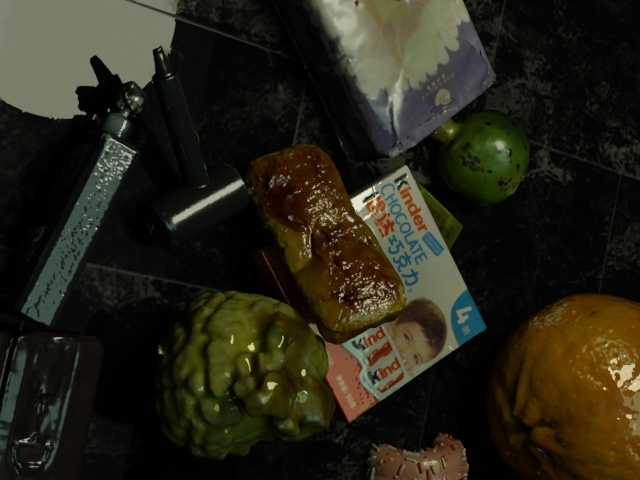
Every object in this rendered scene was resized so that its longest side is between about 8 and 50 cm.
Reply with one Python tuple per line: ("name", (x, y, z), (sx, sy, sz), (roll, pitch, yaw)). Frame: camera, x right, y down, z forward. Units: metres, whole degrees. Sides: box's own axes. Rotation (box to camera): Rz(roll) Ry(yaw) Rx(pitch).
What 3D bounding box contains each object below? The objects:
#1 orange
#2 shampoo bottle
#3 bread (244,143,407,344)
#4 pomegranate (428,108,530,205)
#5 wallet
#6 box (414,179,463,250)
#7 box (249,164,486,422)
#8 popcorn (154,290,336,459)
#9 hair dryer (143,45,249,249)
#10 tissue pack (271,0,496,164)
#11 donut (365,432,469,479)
("orange", (0.407, 0.249, 1.822), (0.293, 0.340, 0.341), (-19, 105, -31))
("shampoo bottle", (-0.286, -0.047, 1.451), (0.071, 0.098, 0.309), (32, 75, -28))
("bread", (-0.001, 0.000, 1.590), (0.139, 0.077, 0.271), (-19, 70, -23))
("pomegranate", (0.241, -0.133, 1.805), (0.169, 0.122, 0.143), (45, 71, -30))
("wallet", (-0.355, 0.220, 1.455), (0.182, 0.049, 0.229), (10, 89, -39))
("box", (0.122, 0.022, 1.790), (0.121, 0.030, 0.193), (41, 70, -30))
("box", (0.073, 0.072, 1.707), (0.265, 0.048, 0.273), (-32, 100, -24))
("popcorn", (-0.092, 0.173, 1.518), (0.237, 0.251, 0.206), (9, 94, -32))
("hair dryer", (-0.183, -0.118, 1.511), (0.128, 0.070, 0.255), (-34, 125, -27))
("tissue pack", (0.076, -0.310, 1.672), (0.242, 0.125, 0.344), (-37, 111, -26))
("donut", (0.155, 0.329, 1.785), (0.166, 0.117, 0.065), (-11, 104, -35))
